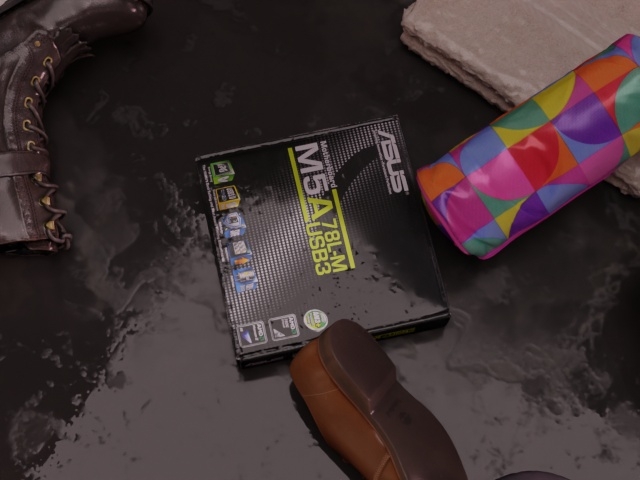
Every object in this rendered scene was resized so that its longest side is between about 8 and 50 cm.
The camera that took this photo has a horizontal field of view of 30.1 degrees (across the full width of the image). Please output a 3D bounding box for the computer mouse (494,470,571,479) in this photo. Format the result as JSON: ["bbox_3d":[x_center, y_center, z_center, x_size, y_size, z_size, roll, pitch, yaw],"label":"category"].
[{"bbox_3d":[0.220,0.283,0.916,0.272,0.072,0.188,36,81,2],"label":"computer mouse"}]

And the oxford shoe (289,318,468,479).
[{"bbox_3d":[0.051,0.167,0.957,0.212,0.076,0.076,56,36,4],"label":"oxford shoe"}]

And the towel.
[{"bbox_3d":[0.228,-0.181,1.088,0.282,0.049,0.187,37,75,10],"label":"towel"}]

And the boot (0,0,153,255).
[{"bbox_3d":[-0.253,-0.097,1.035,0.263,0.091,0.228,-15,77,-3],"label":"boot"}]

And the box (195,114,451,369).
[{"bbox_3d":[0.000,0.000,1.019,0.184,0.045,0.190,-12,72,-3],"label":"box"}]

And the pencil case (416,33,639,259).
[{"bbox_3d":[0.196,-0.076,0.991,0.236,0.104,0.104,-32,73,9],"label":"pencil case"}]
